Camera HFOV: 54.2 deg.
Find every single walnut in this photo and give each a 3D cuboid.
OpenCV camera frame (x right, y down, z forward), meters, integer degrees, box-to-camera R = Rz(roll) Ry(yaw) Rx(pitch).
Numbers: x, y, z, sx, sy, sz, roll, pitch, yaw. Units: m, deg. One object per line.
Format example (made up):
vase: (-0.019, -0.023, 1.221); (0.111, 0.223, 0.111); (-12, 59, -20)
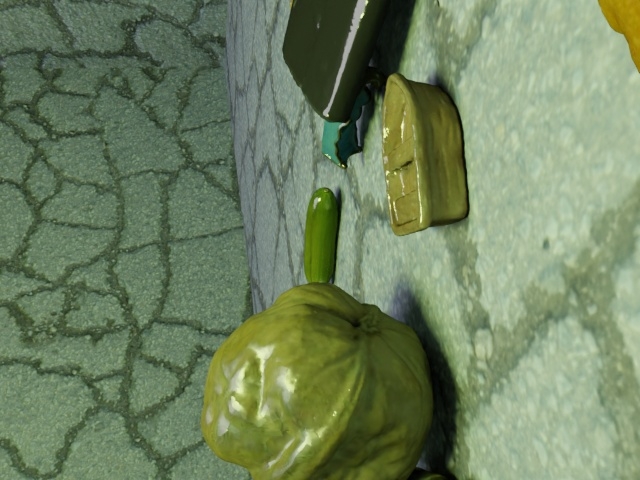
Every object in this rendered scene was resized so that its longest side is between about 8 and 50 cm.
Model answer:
walnut: (-0.001, 0.204, 0.814); (0.277, 0.282, 0.253); (-54, 30, 16)

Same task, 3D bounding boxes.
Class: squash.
squash: (0.000, 0.000, 1.270); (0.069, 0.069, 0.258); (-111, 21, -52)

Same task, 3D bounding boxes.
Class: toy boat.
toy boat: (0.054, -0.195, 0.975); (0.075, 0.077, 0.185); (-51, -19, -38)
toy boat: (0.116, -0.102, 0.726); (0.116, 0.061, 0.188); (156, 109, -78)

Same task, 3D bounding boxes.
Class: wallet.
wallet: (0.039, -0.377, 0.801); (0.228, 0.062, 0.406); (-114, 31, -41)

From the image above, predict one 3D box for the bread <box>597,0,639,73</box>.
bread: (0.203, -0.094, 0.211); (0.174, 0.121, 0.245); (102, 162, -54)

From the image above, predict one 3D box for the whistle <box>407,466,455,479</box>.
whistle: (0.156, 0.303, 0.698); (0.326, 0.057, 0.068); (132, 129, -72)

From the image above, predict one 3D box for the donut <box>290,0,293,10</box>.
donut: (-0.018, -0.419, 1.218); (0.152, 0.058, 0.152); (175, 90, -77)
